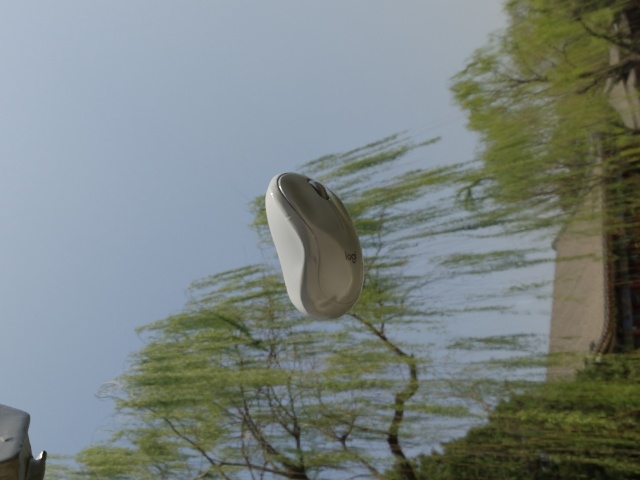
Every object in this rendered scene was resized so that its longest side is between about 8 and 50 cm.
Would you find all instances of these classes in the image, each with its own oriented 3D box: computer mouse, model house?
[{"bbox_3d":[0.000,0.000,0.995,0.184,0.121,0.297,5,-110,-45],"label":"computer mouse"},{"bbox_3d":[-0.512,0.370,0.839,0.122,0.229,0.188,-15,-70,-19],"label":"model house"}]
